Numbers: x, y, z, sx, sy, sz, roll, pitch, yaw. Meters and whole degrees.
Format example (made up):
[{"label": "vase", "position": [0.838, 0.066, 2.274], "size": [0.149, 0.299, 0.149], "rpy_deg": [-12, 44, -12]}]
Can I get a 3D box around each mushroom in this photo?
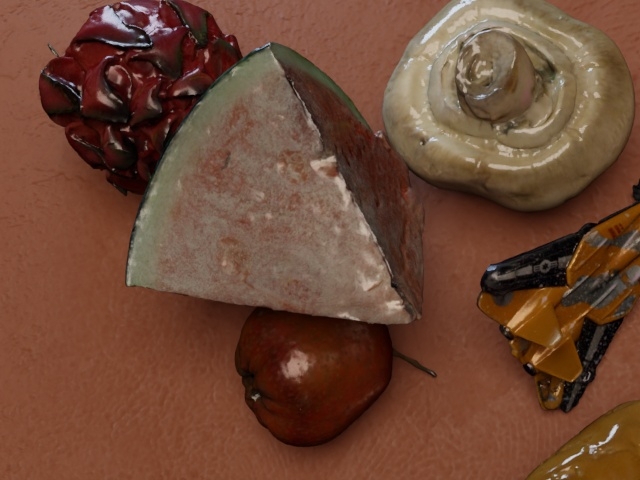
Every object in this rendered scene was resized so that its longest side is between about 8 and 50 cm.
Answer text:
[{"label": "mushroom", "position": [0.192, -0.156, 1.871], "size": [0.260, 0.234, 0.254], "rpy_deg": [-23, 68, 1]}]

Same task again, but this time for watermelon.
[{"label": "watermelon", "position": [-0.031, 0.002, 1.821], "size": [0.250, 0.283, 0.292], "rpy_deg": [-33, 53, 31]}]

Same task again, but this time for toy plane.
[{"label": "toy plane", "position": [0.301, 0.012, 1.875], "size": [0.103, 0.204, 0.316], "rpy_deg": [11, 53, 50]}]

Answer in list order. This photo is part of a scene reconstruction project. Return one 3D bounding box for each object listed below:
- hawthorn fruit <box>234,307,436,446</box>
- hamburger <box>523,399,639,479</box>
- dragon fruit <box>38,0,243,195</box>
[{"label": "hawthorn fruit", "position": [0.016, 0.120, 1.868], "size": [0.203, 0.162, 0.162], "rpy_deg": [-20, 71, -20]}, {"label": "hamburger", "position": [0.330, 0.311, 1.756], "size": [0.319, 0.158, 0.318], "rpy_deg": [-2, 75, 6]}, {"label": "dragon fruit", "position": [-0.207, -0.165, 1.938], "size": [0.293, 0.234, 0.234], "rpy_deg": [20, 76, 34]}]
